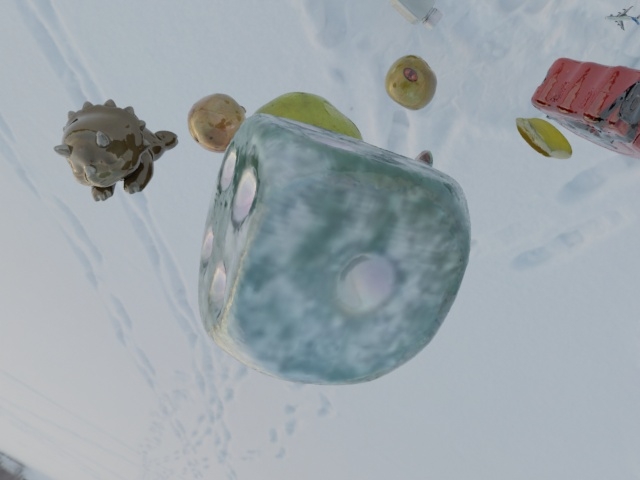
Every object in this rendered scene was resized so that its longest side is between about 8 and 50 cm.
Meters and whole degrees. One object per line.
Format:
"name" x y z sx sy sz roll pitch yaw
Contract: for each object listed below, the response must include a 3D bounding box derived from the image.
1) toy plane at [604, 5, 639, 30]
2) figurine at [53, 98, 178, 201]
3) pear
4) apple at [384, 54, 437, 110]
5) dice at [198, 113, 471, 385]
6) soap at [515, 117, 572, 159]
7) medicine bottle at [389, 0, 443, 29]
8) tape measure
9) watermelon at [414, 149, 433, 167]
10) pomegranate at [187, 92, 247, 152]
"toy plane" 0.784 -0.576 1.188 0.085 0.024 0.078 24 167 26
"figurine" -0.421 -0.204 0.931 0.177 0.247 0.172 2 132 21
"pear" -0.041 -0.177 1.040 0.295 0.294 0.294 18 142 15
"apple" 0.302 -0.525 1.521 0.183 0.182 0.155 33 117 -4
"dice" 0.000 0.000 0.736 0.331 0.348 0.327 11 108 -25
"soap" 0.348 -0.163 0.721 0.089 0.169 0.033 55 128 24
"medicine bottle" 0.334 -0.813 1.581 0.183 0.119 0.069 36 165 -12
"tape measure" 0.565 -0.247 0.891 0.261 0.253 0.114 20 109 -29
"watermelon" 0.409 -0.309 1.814 0.072 0.084 0.092 -4 101 14
"pomegranate" -0.319 -0.367 1.426 0.191 0.191 0.191 18 142 15
